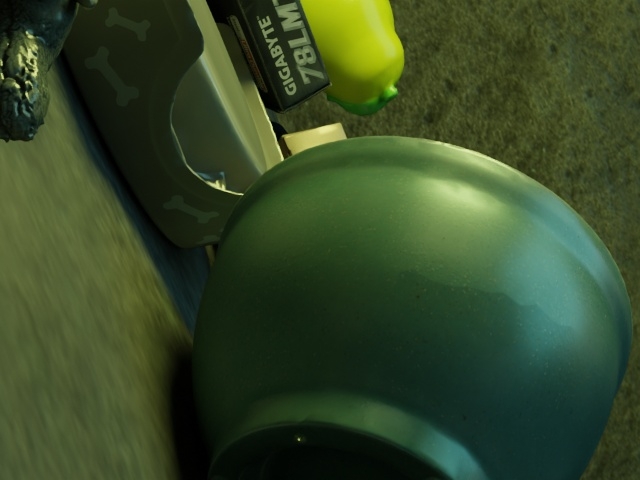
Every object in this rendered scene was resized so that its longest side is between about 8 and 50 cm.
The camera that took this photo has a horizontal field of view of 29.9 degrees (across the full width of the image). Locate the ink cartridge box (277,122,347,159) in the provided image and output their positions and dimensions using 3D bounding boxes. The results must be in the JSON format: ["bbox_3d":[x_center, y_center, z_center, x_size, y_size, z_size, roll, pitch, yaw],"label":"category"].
[{"bbox_3d":[0.000,0.000,1.484,0.193,0.088,0.234,-40,-111,62],"label":"ink cartridge box"}]

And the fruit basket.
[{"bbox_3d":[-0.023,-0.346,1.618,0.283,0.392,0.392,-104,171,-69],"label":"fruit basket"}]

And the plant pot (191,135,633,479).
[{"bbox_3d":[0.041,0.108,0.762,0.293,0.293,0.196,66,30,-31],"label":"plant pot"}]

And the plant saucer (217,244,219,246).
[{"bbox_3d":[-0.073,-0.001,1.306,0.310,0.050,0.310,-23,90,-87],"label":"plant saucer"}]

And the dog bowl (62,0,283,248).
[{"bbox_3d":[-0.126,-0.151,0.980,0.349,0.102,0.348,-23,90,-87],"label":"dog bowl"}]

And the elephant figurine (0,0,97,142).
[{"bbox_3d":[-0.148,-0.194,0.630,0.186,0.169,0.239,39,25,-7],"label":"elephant figurine"}]

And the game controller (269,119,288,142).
[{"bbox_3d":[-0.072,-0.131,1.869,0.166,0.067,0.319,51,-2,-17],"label":"game controller"}]

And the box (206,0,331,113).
[{"bbox_3d":[-0.130,-0.293,1.229,0.293,0.073,0.295,31,-31,57],"label":"box"}]
